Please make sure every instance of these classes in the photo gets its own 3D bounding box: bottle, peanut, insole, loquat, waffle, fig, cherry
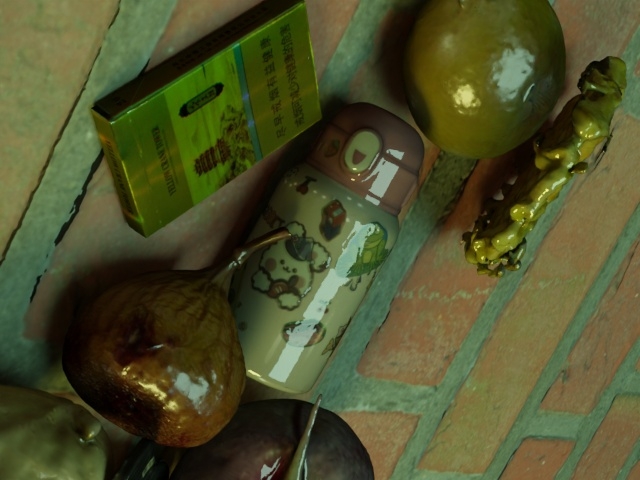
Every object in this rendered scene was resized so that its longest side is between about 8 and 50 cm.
[{"bbox_3d":[0.000,0.000,1.048,0.120,0.120,0.253,19,101,-53],"label":"bottle"},{"bbox_3d":[-0.291,0.202,0.858,0.291,0.143,0.159,-40,108,-13],"label":"peanut"},{"bbox_3d":[-0.156,0.221,1.009,0.110,0.012,0.309,-57,174,-23],"label":"insole"},{"bbox_3d":[0.144,-0.161,1.068,0.152,0.152,0.195,-36,152,-25],"label":"loquat"},{"bbox_3d":[0.229,-0.079,1.213,0.262,0.060,0.280,-56,177,-9],"label":"waffle"},{"bbox_3d":[-0.112,0.057,0.973,0.146,0.134,0.201,40,64,-27],"label":"fig"},{"bbox_3d":[-0.051,0.250,1.112,0.213,0.183,0.266,-44,169,-22],"label":"cherry"}]

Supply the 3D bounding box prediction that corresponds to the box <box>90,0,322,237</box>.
[{"bbox_3d":[-0.083,-0.100,0.949,0.193,0.030,0.121,-36,140,-25],"label":"box"}]
